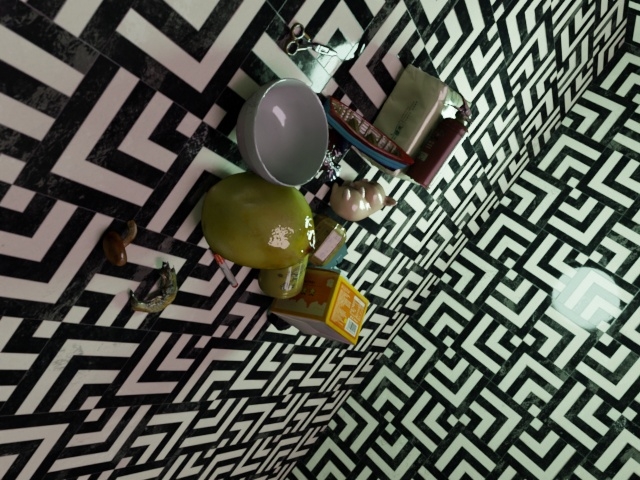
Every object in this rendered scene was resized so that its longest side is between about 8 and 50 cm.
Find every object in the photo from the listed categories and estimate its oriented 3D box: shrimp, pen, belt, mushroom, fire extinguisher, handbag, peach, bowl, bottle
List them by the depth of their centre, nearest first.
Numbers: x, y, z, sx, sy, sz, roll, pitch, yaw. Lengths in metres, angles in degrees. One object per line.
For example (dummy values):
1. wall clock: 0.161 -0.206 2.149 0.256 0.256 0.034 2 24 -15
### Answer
1. mushroom: -0.523 0.003 1.371 0.088 0.073 0.129 118 -17 -60
2. bowl: -0.122 -0.291 1.454 0.287 0.144 0.286 -7 99 -49
3. peach: -0.179 -0.055 1.552 0.314 0.316 0.281 26 86 -55
4. shrimp: -0.500 0.148 1.593 0.150 0.051 0.217 -18 142 -34
5. pen: -0.324 0.098 1.804 0.028 0.028 0.239 -41 151 -17
6. fire extinguisher: 0.418 -0.350 1.848 0.147 0.106 0.336 25 104 -32
7. bottle: -0.118 0.032 1.870 0.172 0.172 0.351 -26 143 -38
8. belt: -0.149 0.290 2.229 0.151 0.078 0.198 -16 137 -43
9. handbag: 0.020 0.092 2.255 0.229 0.062 0.179 -44 151 -12

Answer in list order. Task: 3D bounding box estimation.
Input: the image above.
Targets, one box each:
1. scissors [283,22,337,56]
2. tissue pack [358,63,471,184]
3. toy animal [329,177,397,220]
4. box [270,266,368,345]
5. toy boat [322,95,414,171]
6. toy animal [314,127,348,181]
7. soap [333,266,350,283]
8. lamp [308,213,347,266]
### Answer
1. scissors: -0.019 -0.548 1.494 0.220 0.017 0.088 -7 126 -52
2. tissue pack: 0.354 -0.420 1.977 0.297 0.207 0.380 5 120 -57
3. toy animal: 0.151 -0.157 2.048 0.250 0.166 0.153 -13 127 -34
4. box: 0.004 0.253 2.087 0.283 0.260 0.213 46 59 -50
5. toy boat: 0.159 -0.340 1.763 0.392 0.136 0.079 31 128 -32
6. toy animal: 0.002 -0.287 1.727 0.219 0.116 0.179 -40 151 -7
7. soap: 0.058 0.210 2.419 0.145 0.091 0.230 -47 150 -6
8. lamp: 0.000 0.000 2.015 0.185 0.161 0.161 -54 152 1
